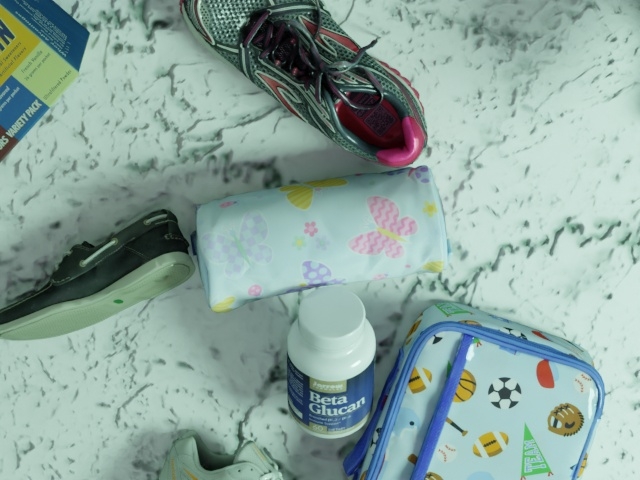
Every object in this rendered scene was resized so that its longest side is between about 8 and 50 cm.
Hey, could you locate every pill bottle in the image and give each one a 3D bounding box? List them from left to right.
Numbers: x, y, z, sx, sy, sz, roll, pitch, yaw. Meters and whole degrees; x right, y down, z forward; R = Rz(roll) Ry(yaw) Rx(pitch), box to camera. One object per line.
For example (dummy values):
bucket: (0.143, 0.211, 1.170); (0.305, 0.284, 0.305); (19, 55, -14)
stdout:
pill bottle: (0.011, 0.127, 1.988); (0.094, 0.094, 0.169); (-4, 140, -3)

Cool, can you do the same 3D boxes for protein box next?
protein box: (-0.347, -0.201, 1.841); (0.200, 0.201, 0.136); (41, 101, -14)

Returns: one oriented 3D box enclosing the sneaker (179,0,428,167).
sneaker: (-0.008, -0.185, 1.918); (0.299, 0.112, 0.121); (33, 102, -12)

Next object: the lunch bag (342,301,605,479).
lunch bag: (0.161, 0.231, 2.061); (0.243, 0.115, 0.303); (17, 104, -7)

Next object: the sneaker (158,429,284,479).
sneaker: (-0.061, 0.287, 2.041); (0.262, 0.099, 0.121); (17, 98, 13)

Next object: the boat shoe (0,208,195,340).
boat shoe: (-0.247, 0.043, 2.003); (0.233, 0.084, 0.079); (-25, 69, 11)

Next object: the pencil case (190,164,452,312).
pencil case: (0.000, 0.000, 1.975); (0.273, 0.113, 0.124); (-11, 108, -1)
